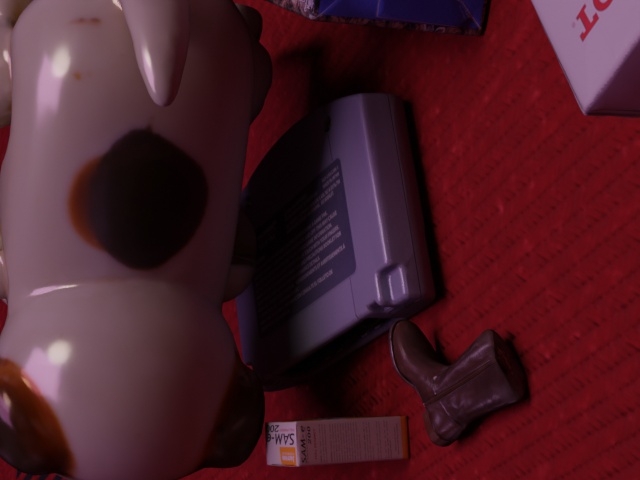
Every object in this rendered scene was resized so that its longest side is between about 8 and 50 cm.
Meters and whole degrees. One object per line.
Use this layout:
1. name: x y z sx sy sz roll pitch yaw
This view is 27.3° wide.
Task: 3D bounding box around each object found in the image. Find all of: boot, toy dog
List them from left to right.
1. toy dog: -0.149 -0.001 1.087 0.395 0.284 0.408 -3 86 61
2. boot: 0.098 0.083 0.945 0.106 0.037 0.114 65 150 18

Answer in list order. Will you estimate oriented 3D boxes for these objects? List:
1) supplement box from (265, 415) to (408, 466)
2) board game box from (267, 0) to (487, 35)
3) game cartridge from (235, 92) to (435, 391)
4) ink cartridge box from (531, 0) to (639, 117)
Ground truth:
1. supplement box: 0.013 0.159 1.048 0.062 0.098 0.036 -17 74 62
2. board game box: 0.012 -0.300 1.010 0.291 0.141 0.232 36 121 59
3. game cartridge: 0.000 0.000 1.132 0.297 0.062 0.198 142 128 -58
4. ink cartridge box: 0.192 -0.211 0.577 0.198 0.197 0.270 -58 40 46
